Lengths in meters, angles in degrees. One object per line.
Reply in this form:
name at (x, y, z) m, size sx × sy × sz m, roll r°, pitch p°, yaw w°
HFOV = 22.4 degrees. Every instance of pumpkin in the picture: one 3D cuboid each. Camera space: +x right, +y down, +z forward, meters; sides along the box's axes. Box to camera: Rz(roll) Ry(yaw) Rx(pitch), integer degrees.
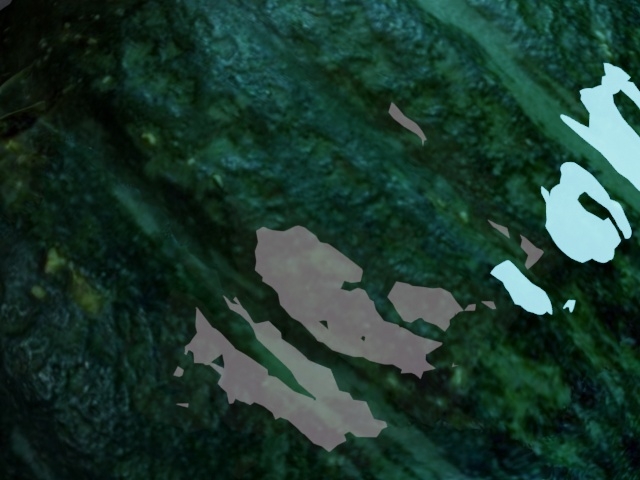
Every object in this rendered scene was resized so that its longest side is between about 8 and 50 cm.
pumpkin at (0.000, 0.000, 0.511) m, size 0.293 × 0.197 × 0.263 m, roll -42°, pitch 93°, yaw -5°
